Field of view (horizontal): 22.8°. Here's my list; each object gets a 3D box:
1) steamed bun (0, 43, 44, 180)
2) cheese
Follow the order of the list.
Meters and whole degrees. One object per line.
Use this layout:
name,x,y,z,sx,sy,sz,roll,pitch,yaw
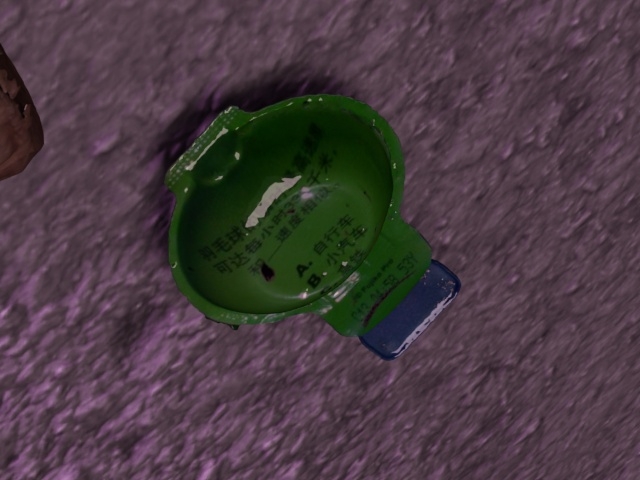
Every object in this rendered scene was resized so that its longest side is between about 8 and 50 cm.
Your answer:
steamed bun,-0.302,-0.113,0.810,0.252,0.199,0.301,-24,160,6
cheese,0.000,0.000,1.221,0.204,0.083,0.320,-47,136,4
